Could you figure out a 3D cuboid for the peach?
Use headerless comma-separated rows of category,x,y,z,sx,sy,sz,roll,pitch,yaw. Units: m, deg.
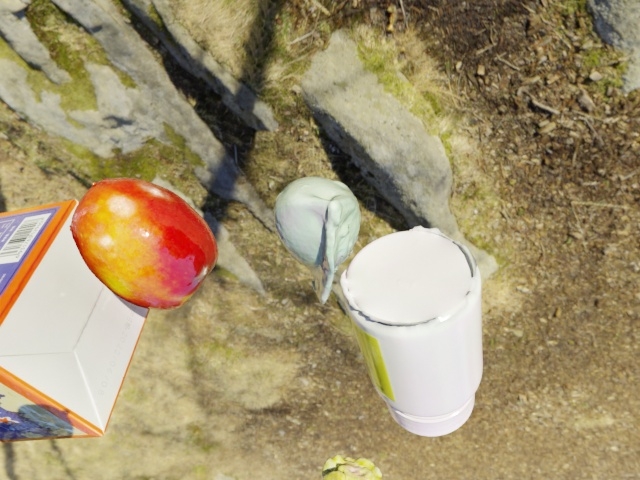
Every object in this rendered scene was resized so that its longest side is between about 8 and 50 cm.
peach,-0.283,0.002,0.719,0.226,0.196,0.190,40,105,-12

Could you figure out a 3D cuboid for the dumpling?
dumpling,0.007,-0.010,0.547,0.105,0.217,0.149,-32,98,-2

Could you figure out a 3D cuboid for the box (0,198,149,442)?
box,-0.555,0.161,0.865,0.257,0.348,0.318,-8,137,11

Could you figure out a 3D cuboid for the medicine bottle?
medicine bottle,0.176,0.177,0.790,0.214,0.213,0.378,-7,132,14

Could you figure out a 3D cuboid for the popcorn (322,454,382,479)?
popcorn,0.052,0.390,0.686,0.109,0.097,0.089,28,118,36
